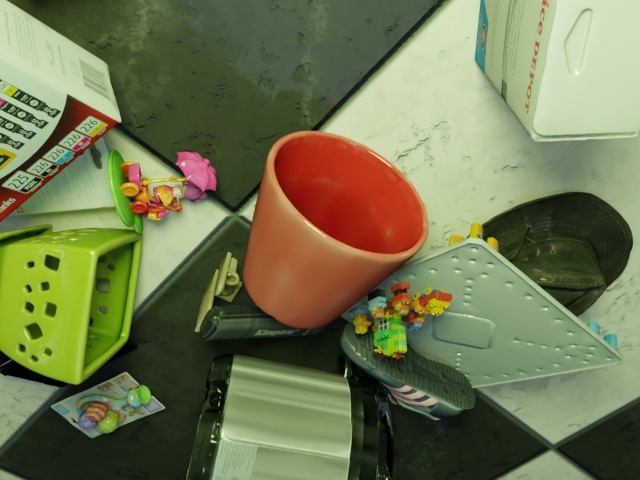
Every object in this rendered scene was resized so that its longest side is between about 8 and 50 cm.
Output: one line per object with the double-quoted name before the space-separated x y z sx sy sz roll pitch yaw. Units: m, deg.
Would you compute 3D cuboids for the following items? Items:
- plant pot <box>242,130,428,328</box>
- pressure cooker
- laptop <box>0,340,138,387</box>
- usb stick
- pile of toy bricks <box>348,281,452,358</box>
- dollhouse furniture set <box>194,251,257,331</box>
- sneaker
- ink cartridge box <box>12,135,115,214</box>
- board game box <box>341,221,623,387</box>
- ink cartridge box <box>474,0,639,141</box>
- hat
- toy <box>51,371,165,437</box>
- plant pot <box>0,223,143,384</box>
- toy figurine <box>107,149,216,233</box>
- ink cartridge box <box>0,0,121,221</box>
"plant pot" 0.000 0.000 0.958 0.275 0.275 0.243 20 130 -13
"pressure cooker" -0.052 0.442 1.173 0.421 0.375 0.369 11 120 -7
"laptop" -0.563 0.179 1.209 0.234 0.136 0.264 -28 145 18
"usb stick" -0.097 0.155 1.103 0.278 0.045 0.077 5 131 -42
"pile of toy bricks" 0.124 0.150 0.987 0.118 0.105 0.212 11 154 -27
"dollhouse furniture set" -0.130 0.110 1.098 0.151 0.123 0.144 26 120 -16
"sneaker" 0.149 0.274 1.155 0.319 0.112 0.131 33 131 -16
"ink cartridge box" -0.445 -0.143 0.973 0.208 0.045 0.206 -4 123 4
"board game box" 0.266 0.147 1.076 0.390 0.050 0.390 35 144 -22
"ink cartridge box" 0.297 -0.287 0.724 0.129 0.307 0.223 -1 124 1
"hat" 0.423 0.072 1.073 0.332 0.134 0.331 0 123 0
"toy" -0.491 0.395 1.328 0.237 0.056 0.137 -27 118 17
"plant pot" -0.450 0.086 0.995 0.207 0.228 0.227 10 98 1
"toy figurine" -0.253 -0.087 0.986 0.159 0.130 0.173 -10 146 -5
"ink cartridge box" -0.486 -0.172 0.780 0.309 0.130 0.272 -33 150 19
